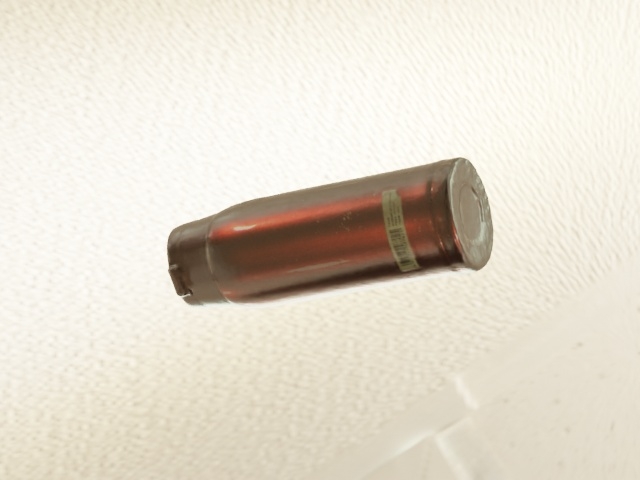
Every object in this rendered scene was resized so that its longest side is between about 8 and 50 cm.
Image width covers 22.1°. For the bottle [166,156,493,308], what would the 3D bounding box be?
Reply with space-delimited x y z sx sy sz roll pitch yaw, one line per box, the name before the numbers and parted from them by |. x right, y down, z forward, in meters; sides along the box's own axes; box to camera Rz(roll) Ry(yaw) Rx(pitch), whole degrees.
bottle | 0.000 0.000 0.809 0.164 0.060 0.060 -11 -96 26
